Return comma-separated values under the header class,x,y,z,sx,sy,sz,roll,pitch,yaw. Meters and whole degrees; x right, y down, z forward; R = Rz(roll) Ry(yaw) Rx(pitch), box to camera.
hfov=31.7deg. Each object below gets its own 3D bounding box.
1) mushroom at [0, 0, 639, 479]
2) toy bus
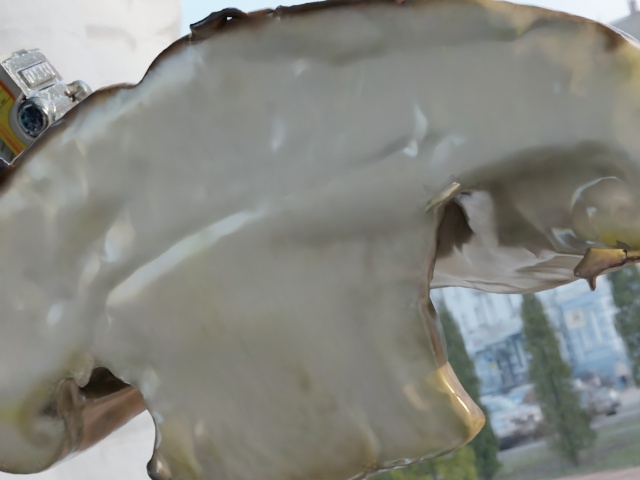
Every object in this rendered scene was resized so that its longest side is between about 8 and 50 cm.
class,x,y,z,sx,sy,sz,roll,pitch,yaw
mushroom,0.000,0.000,0.417,0.286,0.156,0.151,-20,1,20
toy bus,-0.251,-0.069,1.162,0.106,0.268,0.092,-35,6,27
